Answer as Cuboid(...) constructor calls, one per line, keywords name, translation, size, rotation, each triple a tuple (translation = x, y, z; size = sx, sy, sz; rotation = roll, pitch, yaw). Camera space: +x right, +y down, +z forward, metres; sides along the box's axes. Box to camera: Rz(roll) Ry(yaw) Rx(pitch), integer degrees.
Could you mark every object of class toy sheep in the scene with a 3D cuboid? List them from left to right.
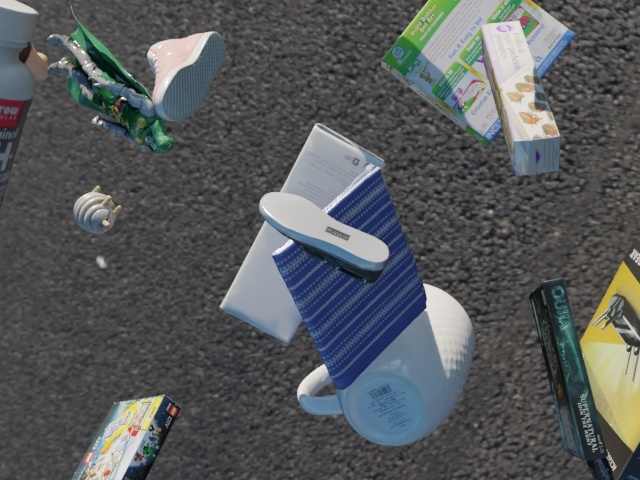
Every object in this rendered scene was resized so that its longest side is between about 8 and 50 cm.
Cuboid(name="toy sheep", translation=(-0.454, -0.056, 1.819), size=(0.132, 0.091, 0.091), rotation=(33, 111, 51))

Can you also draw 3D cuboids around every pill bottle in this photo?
Cuboid(name="pill bottle", translation=(-0.469, -0.160, 1.144), size=(0.176, 0.176, 0.319), rotation=(31, 107, 35))

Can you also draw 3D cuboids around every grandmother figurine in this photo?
Cuboid(name="grandmother figurine", translation=(-0.680, -0.424, 2.013), size=(0.342, 0.104, 0.208), rotation=(165, 118, -81))

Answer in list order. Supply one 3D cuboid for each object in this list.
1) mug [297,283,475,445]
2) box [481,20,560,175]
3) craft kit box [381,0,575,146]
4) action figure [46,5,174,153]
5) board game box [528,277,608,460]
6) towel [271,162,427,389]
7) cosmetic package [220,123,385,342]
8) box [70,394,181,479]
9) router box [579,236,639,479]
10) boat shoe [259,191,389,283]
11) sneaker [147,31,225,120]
Cuboid(name="mug", translation=(0.127, 0.286, 1.907), size=(0.374, 0.328, 0.276), rotation=(-15, 104, 21))
Cuboid(name="box", translation=(0.291, -0.218, 1.327), size=(0.063, 0.067, 0.324), rotation=(-6, 42, 5))
Cuboid(name="craft kit box", translation=(0.280, -0.340, 1.607), size=(0.246, 0.061, 0.250), rotation=(39, 89, 2))
Cuboid(name="action figure", translation=(-0.269, -0.185, 1.166), size=(0.232, 0.063, 0.137), rotation=(40, 141, 23))
Cuboid(name="board game box", translation=(0.266, 0.139, 0.974), size=(0.026, 0.126, 0.186), rotation=(-12, 80, 5))
Cuboid(name="towel", translation=(0.058, 0.068, 1.489), size=(0.040, 0.243, 0.336), rotation=(24, 148, 43))
Cuboid(name="cosmetic package", translation=(-0.029, -0.018, 1.719), size=(0.156, 0.217, 0.385), rotation=(30, 96, 0))
Cuboid(name="box", translation=(-0.346, 0.377, 1.523), size=(0.159, 0.044, 0.233), rotation=(-17, 38, 43))
Cuboid(name="router box", translation=(0.391, 0.151, 1.064), size=(0.081, 0.309, 0.243), rotation=(23, 104, -1))
Cuboid(name="boat shoe", translation=(0.000, 0.000, 0.888), size=(0.142, 0.049, 0.040), rotation=(27, 135, 11))
Cuboid(name="sneaker", translation=(-0.154, -0.167, 0.926), size=(0.070, 0.134, 0.051), rotation=(0, 133, 25))
